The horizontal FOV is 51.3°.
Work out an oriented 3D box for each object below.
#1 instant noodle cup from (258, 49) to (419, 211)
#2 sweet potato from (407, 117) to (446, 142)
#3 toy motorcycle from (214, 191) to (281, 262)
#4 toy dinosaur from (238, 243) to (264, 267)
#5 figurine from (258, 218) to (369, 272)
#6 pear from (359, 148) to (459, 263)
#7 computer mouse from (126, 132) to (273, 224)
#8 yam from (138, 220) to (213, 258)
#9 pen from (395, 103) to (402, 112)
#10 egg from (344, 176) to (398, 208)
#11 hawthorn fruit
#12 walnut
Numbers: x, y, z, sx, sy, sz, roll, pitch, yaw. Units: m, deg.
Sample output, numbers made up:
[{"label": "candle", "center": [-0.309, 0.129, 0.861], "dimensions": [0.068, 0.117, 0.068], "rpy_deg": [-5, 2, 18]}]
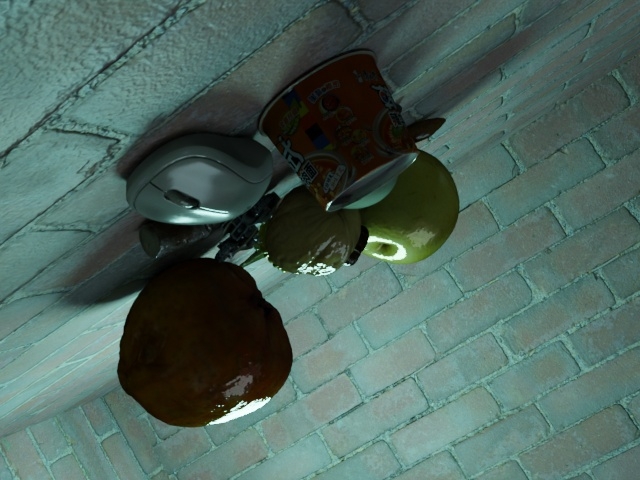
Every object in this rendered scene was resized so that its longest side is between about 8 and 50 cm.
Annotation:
[{"label": "instant noodle cup", "center": [0.042, -0.181, 1.177], "dimensions": [0.250, 0.192, 0.250], "rpy_deg": [-31, 173, -4]}, {"label": "sweet potato", "center": [0.261, -0.294, 1.845], "dimensions": [0.202, 0.055, 0.058], "rpy_deg": [-27, 135, -18]}, {"label": "toy motorcycle", "center": [-0.180, -0.038, 1.665], "dimensions": [0.229, 0.094, 0.130], "rpy_deg": [-49, 171, 23]}, {"label": "toy dinosaur", "center": [-0.130, -0.004, 2.125], "dimensions": [0.447, 0.087, 0.301], "rpy_deg": [-33, -178, -9]}, {"label": "figurine", "center": [0.002, -0.004, 1.827], "dimensions": [0.315, 0.187, 0.168], "rpy_deg": [-7, -147, 45]}, {"label": "pear", "center": [0.221, -0.099, 1.900], "dimensions": [0.348, 0.348, 0.348], "rpy_deg": [-31, 173, -4]}, {"label": "computer mouse", "center": [-0.189, -0.092, 1.134], "dimensions": [0.184, 0.121, 0.297], "rpy_deg": [-33, 174, 22]}, {"label": "yam", "center": [-0.290, -0.021, 1.350], "dimensions": [0.141, 0.079, 0.079], "rpy_deg": [-24, 170, -40]}, {"label": "pen", "center": [0.165, -0.283, 1.643], "dimensions": [0.025, 0.025, 0.204], "rpy_deg": [-30, 172, -13]}, {"label": "egg", "center": [0.064, -0.159, 1.454], "dimensions": [0.264, 0.182, 0.183], "rpy_deg": [-13, 161, -49]}, {"label": "hawthorn fruit", "center": [-0.321, 0.274, 1.764], "dimensions": [0.472, 0.471, 0.472], "rpy_deg": [-31, 173, -4]}, {"label": "walnut", "center": [-0.021, -0.022, 1.608], "dimensions": [0.225, 0.225, 0.261], "rpy_deg": [-25, 174, -42]}]
